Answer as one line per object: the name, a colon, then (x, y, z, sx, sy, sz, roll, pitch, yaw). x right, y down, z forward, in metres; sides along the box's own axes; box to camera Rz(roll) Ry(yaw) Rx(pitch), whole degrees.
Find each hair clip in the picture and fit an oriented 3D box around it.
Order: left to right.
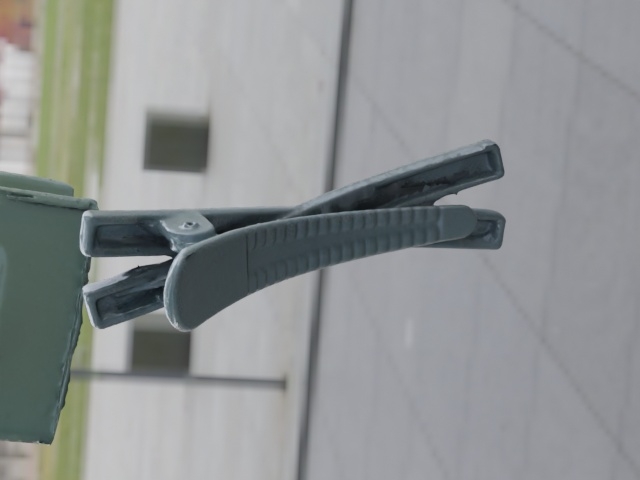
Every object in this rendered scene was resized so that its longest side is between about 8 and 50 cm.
hair clip: (0.000, 0.001, 0.490, 0.039, 0.115, 0.030, 37, 134, 51)

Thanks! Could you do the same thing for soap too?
soap: (-0.201, 0.019, 0.831, 0.063, 0.198, 0.114, -152, 71, -64)
